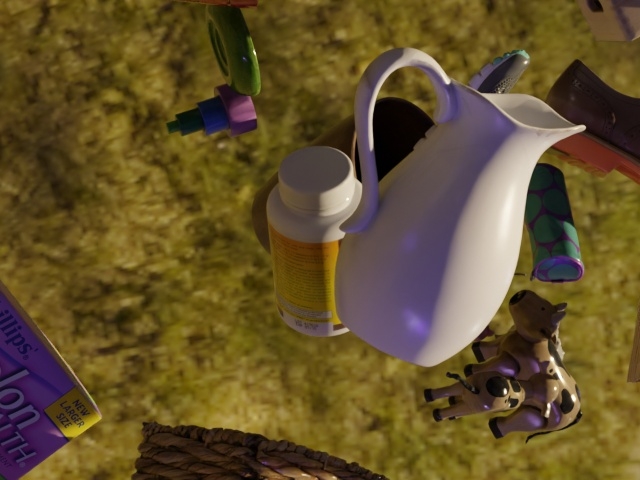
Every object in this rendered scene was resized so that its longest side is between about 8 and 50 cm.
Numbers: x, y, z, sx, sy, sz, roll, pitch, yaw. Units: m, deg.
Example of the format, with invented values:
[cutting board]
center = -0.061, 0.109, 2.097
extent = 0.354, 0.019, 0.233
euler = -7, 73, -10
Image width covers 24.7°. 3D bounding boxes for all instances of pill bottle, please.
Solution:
[pill bottle]
center = 0.000, 0.000, 1.673
extent = 0.215, 0.117, 0.117
euler = 86, 27, -43

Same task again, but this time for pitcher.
[pitcher]
center = 0.072, -0.025, 1.056
extent = 0.178, 0.125, 0.207
euler = 21, 102, -27

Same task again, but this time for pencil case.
[pencil case]
center = 0.280, -0.020, 1.795
extent = 0.064, 0.070, 0.151
euler = 0, 56, -7

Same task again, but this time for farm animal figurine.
[farm animal figurine]
center = 0.289, 0.170, 2.119
extent = 0.327, 0.172, 0.330
euler = 54, 32, -35

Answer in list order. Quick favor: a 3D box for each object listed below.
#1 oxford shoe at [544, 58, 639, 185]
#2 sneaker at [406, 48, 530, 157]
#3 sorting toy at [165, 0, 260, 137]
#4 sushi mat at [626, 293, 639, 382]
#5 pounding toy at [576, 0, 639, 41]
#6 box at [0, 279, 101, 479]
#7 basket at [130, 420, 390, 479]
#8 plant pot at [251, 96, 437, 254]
[oxford shoe]
center = 0.451, -0.110, 1.831
extent = 0.364, 0.130, 0.132
euler = 24, 90, -2
[sneaker]
center = 0.157, -0.108, 1.414
extent = 0.076, 0.166, 0.065
euler = 41, 19, 10
[sorting toy]
center = -0.143, -0.221, 1.630
extent = 0.126, 0.365, 0.127
euler = -19, 62, -12
[sushi mat]
center = 0.483, 0.043, 2.051
extent = 0.019, 0.151, 0.316
euler = 13, 77, -8
[pounding toy]
center = 0.354, -0.289, 1.579
extent = 0.130, 0.141, 0.100
euler = -30, 101, -4
[box]
center = -0.381, 0.153, 1.435
extent = 0.243, 0.117, 0.213
euler = -37, 126, -9
[basket]
center = -0.040, 0.324, 1.439
extent = 0.299, 0.213, 0.223
euler = 32, 66, -47
[plant pot]
center = 0.028, -0.049, 1.878
extent = 0.215, 0.230, 0.215
euler = 19, 63, -44
